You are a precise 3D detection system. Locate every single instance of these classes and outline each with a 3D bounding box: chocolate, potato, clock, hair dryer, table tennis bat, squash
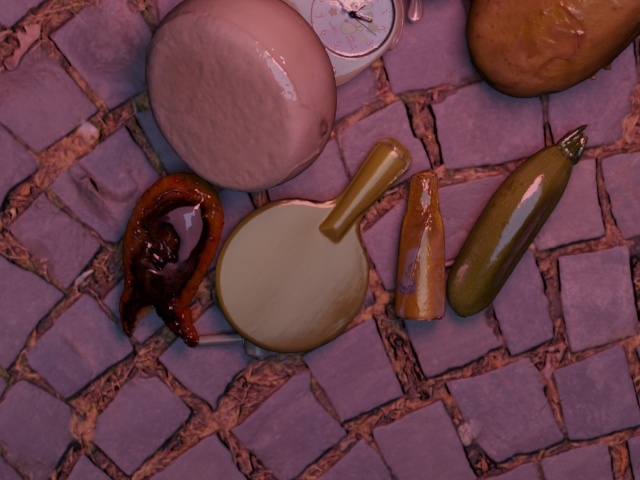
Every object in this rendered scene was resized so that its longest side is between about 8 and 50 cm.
[{"bbox_3d":[0.148,0.007,1.886,0.085,0.085,0.219,-1,99,-3],"label":"chocolate"},{"bbox_3d":[0.324,-0.316,1.764,0.266,0.229,0.229,-33,104,20],"label":"potato"},{"bbox_3d":[0.044,-0.320,1.802,0.191,0.062,0.151,-32,103,4],"label":"clock"},{"bbox_3d":[-0.140,0.143,1.922,0.124,0.038,0.063,-3,102,5],"label":"hair dryer"},{"bbox_3d":[0.000,0.000,1.871,0.224,0.054,0.369,38,94,-12],"label":"table tennis bat"},{"bbox_3d":[0.284,-0.034,1.873,0.094,0.094,0.341,31,101,-10],"label":"squash"}]

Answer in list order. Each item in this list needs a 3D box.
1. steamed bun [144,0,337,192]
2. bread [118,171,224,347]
[{"bbox_3d":[-0.096,-0.216,1.740,0.283,0.177,0.283,18,128,25],"label":"steamed bun"},{"bbox_3d":[-0.220,0.024,1.861,0.139,0.095,0.269,15,115,5],"label":"bread"}]
